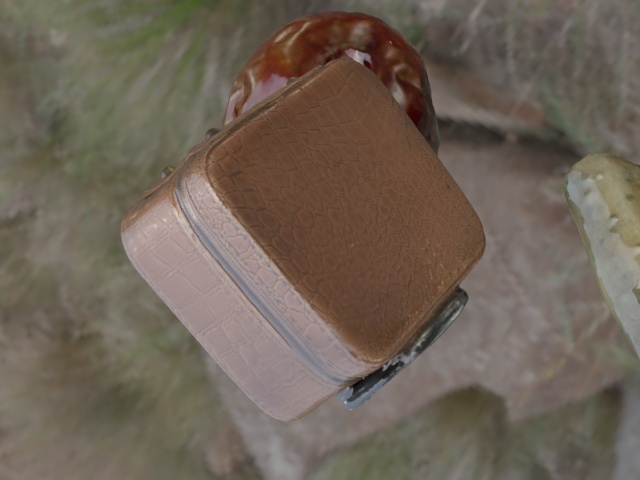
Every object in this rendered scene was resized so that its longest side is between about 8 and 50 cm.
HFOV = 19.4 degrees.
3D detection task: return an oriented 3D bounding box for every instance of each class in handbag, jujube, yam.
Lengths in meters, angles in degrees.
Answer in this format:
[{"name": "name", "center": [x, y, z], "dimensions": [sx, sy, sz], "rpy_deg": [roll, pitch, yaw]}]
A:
[{"name": "handbag", "center": [0.000, 0.000, 0.928], "dimensions": [0.072, 0.193, 0.151], "rpy_deg": [-37, 90, 31]}, {"name": "jujube", "center": [0.010, -0.059, 1.401], "dimensions": [0.183, 0.183, 0.243], "rpy_deg": [30, 147, 7]}, {"name": "yam", "center": [0.226, 0.079, 1.082], "dimensions": [0.317, 0.067, 0.071], "rpy_deg": [66, -176, 31]}]
